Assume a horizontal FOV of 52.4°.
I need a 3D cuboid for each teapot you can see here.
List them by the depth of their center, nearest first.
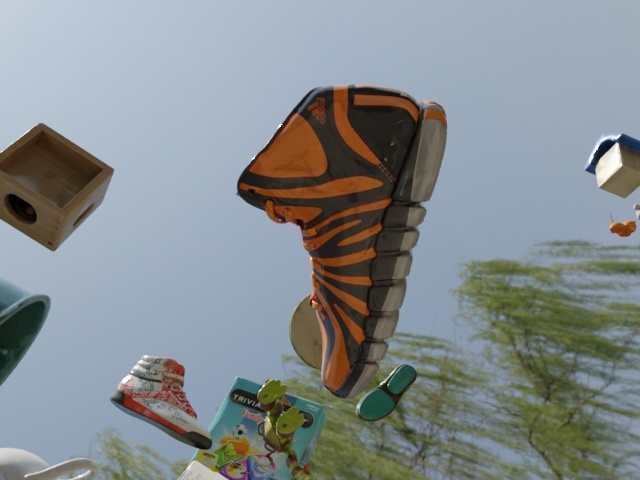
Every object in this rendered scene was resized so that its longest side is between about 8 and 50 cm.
[{"bbox_3d":[-0.584,0.522,1.262,0.187,0.256,0.253,27,-107,-57],"label":"teapot"}]

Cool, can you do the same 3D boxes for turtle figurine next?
[{"bbox_3d":[-0.086,0.369,1.315,0.087,0.217,0.270,-15,-127,-11],"label":"turtle figurine"}]

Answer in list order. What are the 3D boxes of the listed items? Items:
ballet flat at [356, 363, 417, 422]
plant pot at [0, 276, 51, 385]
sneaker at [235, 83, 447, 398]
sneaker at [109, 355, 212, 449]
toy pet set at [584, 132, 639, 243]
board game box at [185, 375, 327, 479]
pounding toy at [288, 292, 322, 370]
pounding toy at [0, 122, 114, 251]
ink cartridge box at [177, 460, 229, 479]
[{"bbox_3d":[0.159,0.382,1.580,0.072,0.068,0.213,42,-129,18],"label":"ballet flat"},{"bbox_3d":[-0.691,0.133,1.053,0.334,0.341,0.341,35,-113,-3],"label":"plant pot"},{"bbox_3d":[0.000,0.000,0.652,0.180,0.124,0.321,12,-73,-1],"label":"sneaker"},{"bbox_3d":[-0.325,0.347,1.443,0.145,0.270,0.090,-58,-28,-29],"label":"sneaker"},{"bbox_3d":[0.352,-0.068,0.715,0.114,0.122,0.065,20,-129,-10],"label":"toy pet set"},{"bbox_3d":[-0.165,0.526,1.592,0.079,0.253,0.336,79,-148,-49],"label":"board game box"},{"bbox_3d":[0.022,0.194,1.501,0.183,0.110,0.237,39,-114,-1],"label":"pounding toy"},{"bbox_3d":[-0.436,-0.080,0.914,0.206,0.094,0.181,33,-137,-6],"label":"pounding toy"},{"bbox_3d":[-0.242,0.638,1.279,0.324,0.330,0.071,-47,-50,-29],"label":"ink cartridge box"}]
